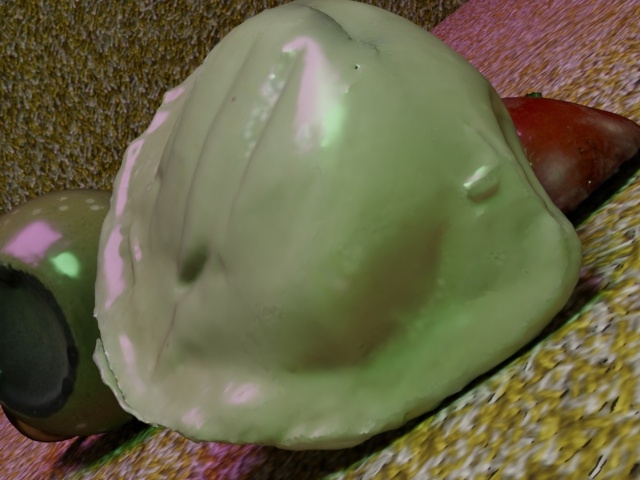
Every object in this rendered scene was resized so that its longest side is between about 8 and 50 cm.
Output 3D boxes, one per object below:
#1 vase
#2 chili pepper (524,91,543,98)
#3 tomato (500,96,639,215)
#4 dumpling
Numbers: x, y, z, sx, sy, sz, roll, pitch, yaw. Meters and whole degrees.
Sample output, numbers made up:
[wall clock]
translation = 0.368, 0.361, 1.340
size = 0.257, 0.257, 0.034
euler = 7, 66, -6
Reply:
[vase]
translation = -0.215, 0.083, 1.450
size = 0.302, 0.241, 0.329
euler = -27, -28, -51
[chili pepper]
translation = 0.119, -0.063, 1.321
size = 0.224, 0.061, 0.098
euler = -31, 16, 24
[tomato]
translation = 0.146, -0.063, 1.058
size = 0.189, 0.099, 0.173
euler = -40, 7, -35
[dumpling]
translation = -0.029, -0.017, 0.934
size = 0.315, 0.233, 0.395
euler = -39, 46, -3
